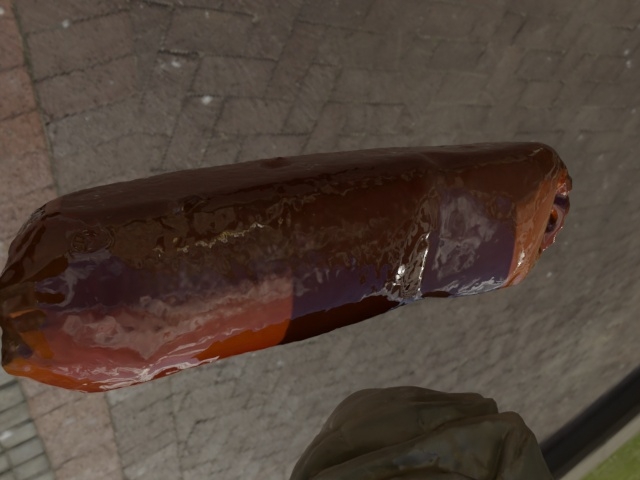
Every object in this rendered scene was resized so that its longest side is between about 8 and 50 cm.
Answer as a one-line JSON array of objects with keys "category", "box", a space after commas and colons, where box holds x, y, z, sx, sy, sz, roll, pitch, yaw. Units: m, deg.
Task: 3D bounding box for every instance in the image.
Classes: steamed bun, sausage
[{"category": "steamed bun", "box": [0.054, 0.206, 0.498, 0.144, 0.217, 0.211, -12, 169, -43]}, {"category": "sausage", "box": [0.000, -0.001, 0.433, 0.349, 0.094, 0.097, -12, 120, -29]}]
